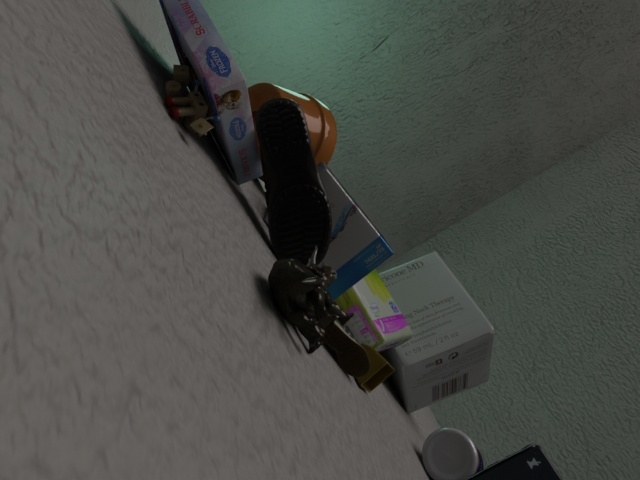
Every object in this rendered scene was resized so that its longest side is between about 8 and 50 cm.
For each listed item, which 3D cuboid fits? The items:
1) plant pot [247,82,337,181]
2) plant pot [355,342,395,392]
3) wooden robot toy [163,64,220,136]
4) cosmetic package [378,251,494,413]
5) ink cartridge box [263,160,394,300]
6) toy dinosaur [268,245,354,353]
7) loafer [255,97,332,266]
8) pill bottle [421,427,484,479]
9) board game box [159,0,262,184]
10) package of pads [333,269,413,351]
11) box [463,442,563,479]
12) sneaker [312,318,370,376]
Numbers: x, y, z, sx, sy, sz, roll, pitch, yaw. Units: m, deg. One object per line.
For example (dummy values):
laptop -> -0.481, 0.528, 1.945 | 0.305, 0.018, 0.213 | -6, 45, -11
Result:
plant pot -> -0.127, -0.306, 1.463 | 0.203, 0.291, 0.291 | 23, 33, -55
plant pot -> 0.109, 0.289, 1.206 | 0.083, 0.081, 0.081 | 47, -3, 33
wooden robot toy -> -0.243, -0.232, 0.939 | 0.173, 0.076, 0.079 | 61, -31, 22
cosmetic package -> 0.365, 0.324, 1.853 | 0.394, 0.329, 0.327 | -118, -170, -45
ink cartridge box -> 0.017, -0.032, 1.323 | 0.270, 0.197, 0.198 | 50, 7, -12
toy dinosaur -> -0.034, 0.089, 0.849 | 0.160, 0.121, 0.313 | 48, 5, 16
loafer -> -0.055, -0.116, 1.111 | 0.130, 0.133, 0.366 | -117, -160, -76
pill bottle -> 0.392, 0.645, 1.507 | 0.153, 0.153, 0.265 | 62, 5, 36
board game box -> -0.227, -0.326, 1.078 | 0.318, 0.065, 0.319 | 60, -12, 22
package of pads -> 0.133, 0.193, 1.568 | 0.229, 0.101, 0.297 | 4, 51, -57
box -> 0.573, 0.840, 1.252 | 0.472, 0.297, 0.480 | 57, 4, -43
sneaker -> 0.042, 0.199, 1.082 | 0.192, 0.064, 0.086 | 53, 11, -33
